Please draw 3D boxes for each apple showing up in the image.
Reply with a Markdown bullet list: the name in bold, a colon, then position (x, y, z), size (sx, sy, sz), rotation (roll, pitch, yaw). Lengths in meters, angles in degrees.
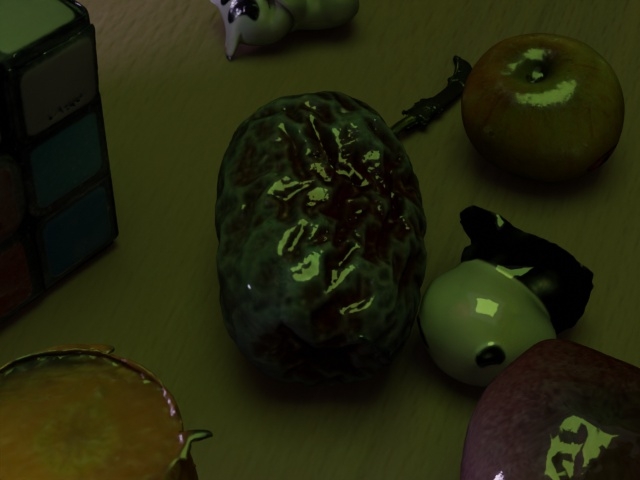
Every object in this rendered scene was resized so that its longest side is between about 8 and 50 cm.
- **apple**: position (0.255, -0.147, 1.730), size (0.183, 0.155, 0.182), rotation (-6, 57, 9)

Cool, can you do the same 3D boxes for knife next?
- **knife**: position (0.129, -0.157, 1.821), size (0.046, 0.021, 0.222), rotation (26, 48, 20)

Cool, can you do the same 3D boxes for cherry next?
- **cherry**: position (0.237, 0.210, 1.380), size (0.239, 0.206, 0.239), rotation (-9, 18, 3)

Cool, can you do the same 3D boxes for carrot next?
- **carrot**: position (-0.191, 0.267, 1.213), size (0.224, 0.340, 0.224), rotation (1, 47, -1)

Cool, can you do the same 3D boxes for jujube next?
- **jujube**: position (0.000, 0.000, 1.551), size (0.226, 0.226, 0.317), rotation (-2, 50, -3)

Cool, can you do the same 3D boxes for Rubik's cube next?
- **Rubik's cube**: position (-0.454, -0.108, 1.546), size (0.362, 0.363, 0.359), rotation (35, 54, 25)

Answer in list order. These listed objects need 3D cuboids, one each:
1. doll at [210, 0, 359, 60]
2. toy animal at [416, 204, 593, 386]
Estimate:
- **doll**: position (-0.041, -0.304, 1.895), size (0.181, 0.107, 0.110), rotation (-15, 69, -16)
- **toy animal**: position (0.174, 0.066, 1.553), size (0.166, 0.138, 0.179), rotation (14, 54, 38)
